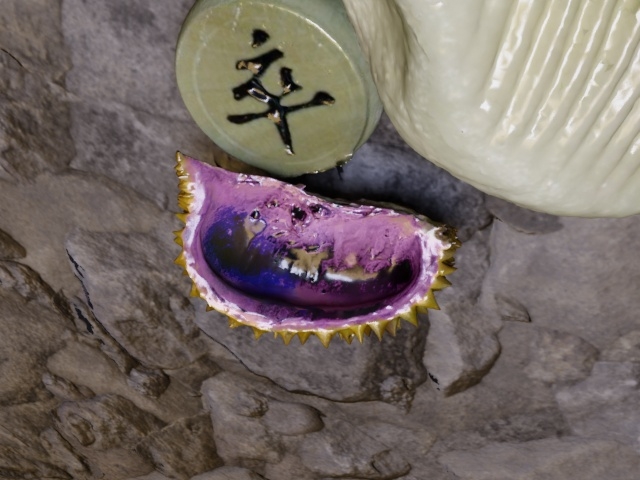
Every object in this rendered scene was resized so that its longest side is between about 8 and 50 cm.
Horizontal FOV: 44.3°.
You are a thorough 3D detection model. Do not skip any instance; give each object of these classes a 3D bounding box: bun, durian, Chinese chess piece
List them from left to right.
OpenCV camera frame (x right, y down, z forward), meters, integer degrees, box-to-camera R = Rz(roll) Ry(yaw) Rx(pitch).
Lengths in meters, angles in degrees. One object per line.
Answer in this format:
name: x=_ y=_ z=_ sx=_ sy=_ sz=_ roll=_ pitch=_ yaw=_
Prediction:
Chinese chess piece: x=-0.034 y=-0.144 z=0.685 sx=0.189 sy=0.083 sz=0.188 roll=13 pitch=137 yaw=12
durian: x=-0.002 y=0.011 z=0.758 sx=0.261 sy=0.186 sz=0.153 roll=16 pitch=105 yaw=6
bun: x=0.168 y=-0.195 z=0.445 sx=0.353 sy=0.227 sz=0.348 roll=4 pitch=127 yaw=-10
